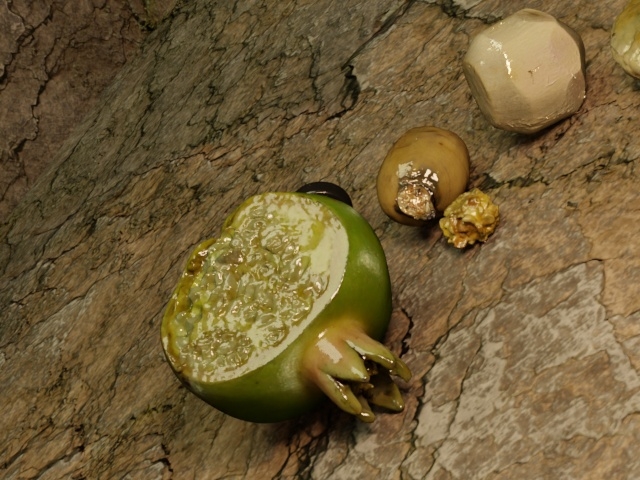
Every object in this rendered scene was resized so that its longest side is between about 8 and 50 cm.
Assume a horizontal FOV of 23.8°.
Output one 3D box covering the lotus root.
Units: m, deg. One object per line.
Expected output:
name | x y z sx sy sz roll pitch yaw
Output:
lotus root | 0.140 -0.083 2.080 0.125 0.118 0.221 -49 7 32

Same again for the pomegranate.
pomegranate | -0.017 0.116 1.925 0.310 0.216 0.358 -47 54 -6

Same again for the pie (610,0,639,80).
pie | 0.510 -0.323 1.932 0.337 0.075 0.337 -33 25 18

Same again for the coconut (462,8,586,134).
coconut | 0.284 -0.229 2.047 0.162 0.161 0.161 -25 24 -4

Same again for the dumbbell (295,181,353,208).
dumbbell | 0.000 0.000 2.186 0.100 0.100 0.191 -35 26 20

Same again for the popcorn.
popcorn | 0.193 -0.025 1.976 0.082 0.057 0.083 -10 43 54
